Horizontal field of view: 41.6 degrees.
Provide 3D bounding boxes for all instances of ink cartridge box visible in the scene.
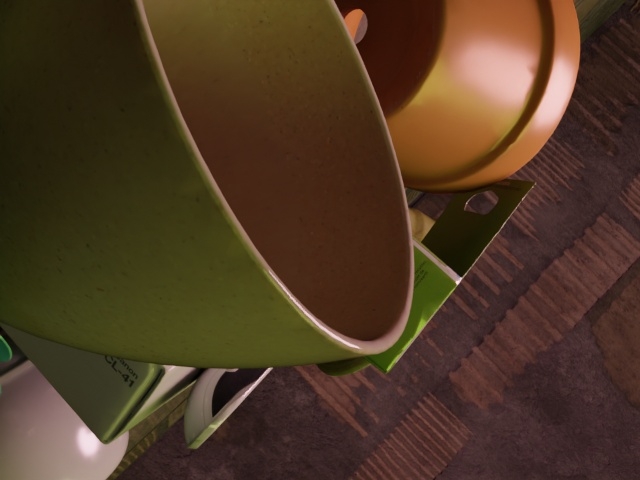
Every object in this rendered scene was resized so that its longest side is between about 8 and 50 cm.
[{"bbox_3d":[-0.145,0.010,0.798,0.306,0.226,0.131,-32,164,-51],"label":"ink cartridge box"},{"bbox_3d":[0.094,0.003,0.948,0.255,0.097,0.189,-52,-167,-3],"label":"ink cartridge box"}]

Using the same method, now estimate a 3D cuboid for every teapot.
[{"bbox_3d":[-0.333,0.178,0.879,0.252,0.187,0.256,-23,-169,-16],"label":"teapot"}]

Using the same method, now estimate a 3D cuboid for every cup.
[{"bbox_3d":[-0.113,-0.055,0.547,0.237,0.331,0.331,-21,180,22],"label":"cup"}]

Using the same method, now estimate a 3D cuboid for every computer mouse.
[{"bbox_3d":[-0.064,0.106,0.750,0.193,0.042,0.106,-44,177,-46],"label":"computer mouse"}]

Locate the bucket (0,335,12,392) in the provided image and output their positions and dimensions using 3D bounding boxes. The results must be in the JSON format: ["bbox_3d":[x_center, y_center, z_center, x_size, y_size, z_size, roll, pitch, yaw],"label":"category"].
[{"bbox_3d":[-0.322,0.070,0.425,0.281,0.183,0.281,-44,171,-9],"label":"bucket"}]

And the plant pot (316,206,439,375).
[{"bbox_3d":[0.000,0.000,1.149,0.276,0.254,0.276,-43,-161,19],"label":"plant pot"}]

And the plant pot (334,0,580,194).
[{"bbox_3d":[0.086,-0.194,0.848,0.203,0.291,0.291,-1,137,-54],"label":"plant pot"}]
